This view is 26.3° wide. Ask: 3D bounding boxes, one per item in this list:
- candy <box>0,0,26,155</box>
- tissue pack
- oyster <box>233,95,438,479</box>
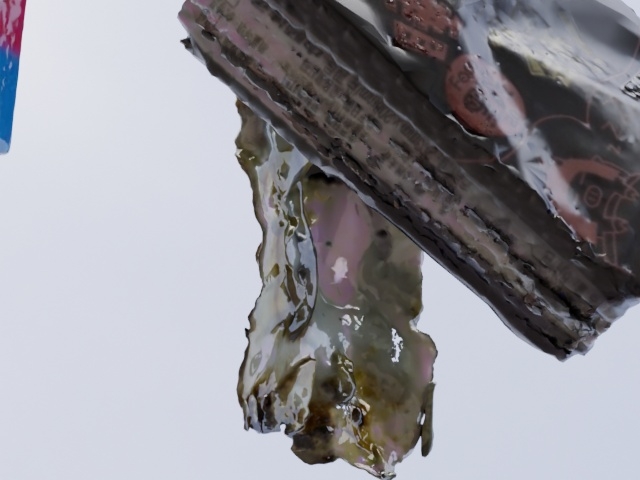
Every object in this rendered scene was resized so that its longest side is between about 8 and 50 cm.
[{"bbox_3d":[-0.193,-0.188,0.524,0.157,0.100,0.305,4,-96,14],"label":"candy"},{"bbox_3d":[0.102,-0.106,0.864,0.332,0.245,0.123,43,-44,5],"label":"tissue pack"},{"bbox_3d":[0.000,0.000,1.013,0.107,0.201,0.354,0,-92,48],"label":"oyster"}]
